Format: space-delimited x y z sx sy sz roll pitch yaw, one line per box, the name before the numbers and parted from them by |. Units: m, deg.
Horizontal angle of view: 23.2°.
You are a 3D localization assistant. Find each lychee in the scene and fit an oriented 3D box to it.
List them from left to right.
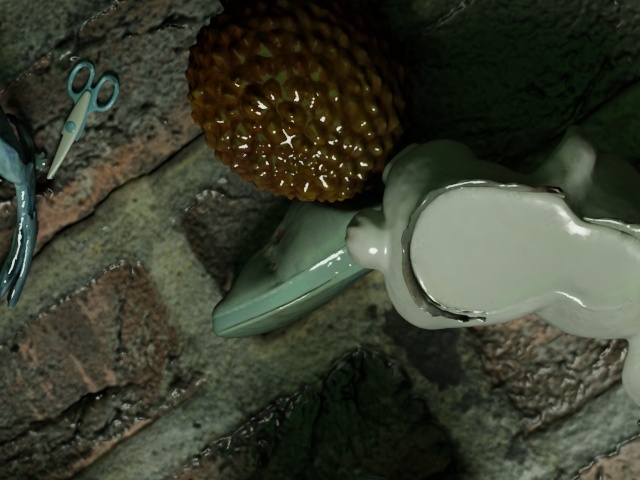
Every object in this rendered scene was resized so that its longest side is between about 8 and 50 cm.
lychee | -0.022 -0.138 1.339 0.200 0.200 0.238 -43 70 16

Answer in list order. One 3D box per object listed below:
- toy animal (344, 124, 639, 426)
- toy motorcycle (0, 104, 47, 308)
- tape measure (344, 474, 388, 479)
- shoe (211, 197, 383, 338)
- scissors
toy animal | 0.192 0.020 1.260 0.325 0.154 0.208 31 103 -3
toy motorcycle | -0.375 -0.027 1.506 0.206 0.154 0.260 14 106 -3
tape measure | -0.007 0.313 1.294 0.256 0.275 0.147 -46 71 9
shoe | 0.000 0.000 1.383 0.251 0.103 0.100 -29 82 13
scissors | -0.237 -0.113 1.513 0.058 0.014 0.119 28 97 21
